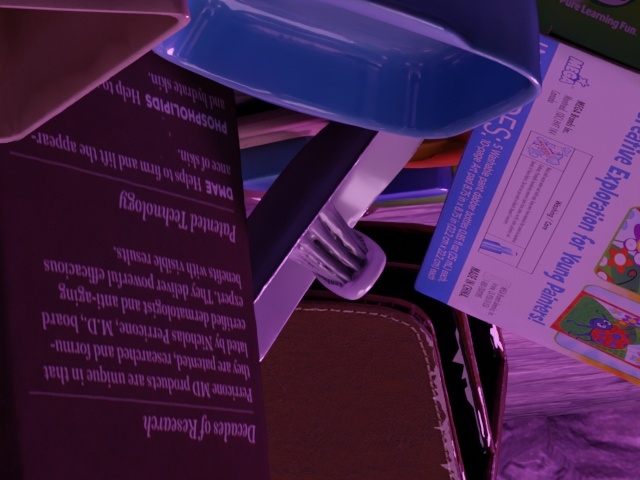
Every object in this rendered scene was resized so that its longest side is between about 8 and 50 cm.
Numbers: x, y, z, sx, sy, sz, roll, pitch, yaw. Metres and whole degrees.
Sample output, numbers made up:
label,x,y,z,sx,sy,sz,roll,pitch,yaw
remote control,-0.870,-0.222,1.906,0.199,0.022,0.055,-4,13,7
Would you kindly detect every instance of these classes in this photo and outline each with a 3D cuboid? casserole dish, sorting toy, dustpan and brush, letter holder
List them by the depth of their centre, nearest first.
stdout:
label,x,y,z,sx,sy,sz,roll,pitch,yaw
casserole dish,0.006,-0.070,0.625,0.114,0.037,0.188,17,174,-9
dustpan and brush,0.000,0.000,0.847,0.060,0.147,0.211,36,180,-12
sorting toy,0.049,-0.043,0.942,0.208,0.038,0.193,-15,167,37
letter holder,-0.068,0.056,1.052,0.302,0.152,0.214,-2,134,14

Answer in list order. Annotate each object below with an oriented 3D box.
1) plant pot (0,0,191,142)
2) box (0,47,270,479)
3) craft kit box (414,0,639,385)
label,x,y,z,sx,sy,sz,roll,pitch,yaw
plant pot,-0.106,-0.083,0.460,0.109,0.096,0.109,0,167,-31
box,-0.133,0.018,0.694,0.168,0.203,0.167,-11,169,26
craft kit box,0.174,0.002,0.780,0.247,0.061,0.250,26,157,5
